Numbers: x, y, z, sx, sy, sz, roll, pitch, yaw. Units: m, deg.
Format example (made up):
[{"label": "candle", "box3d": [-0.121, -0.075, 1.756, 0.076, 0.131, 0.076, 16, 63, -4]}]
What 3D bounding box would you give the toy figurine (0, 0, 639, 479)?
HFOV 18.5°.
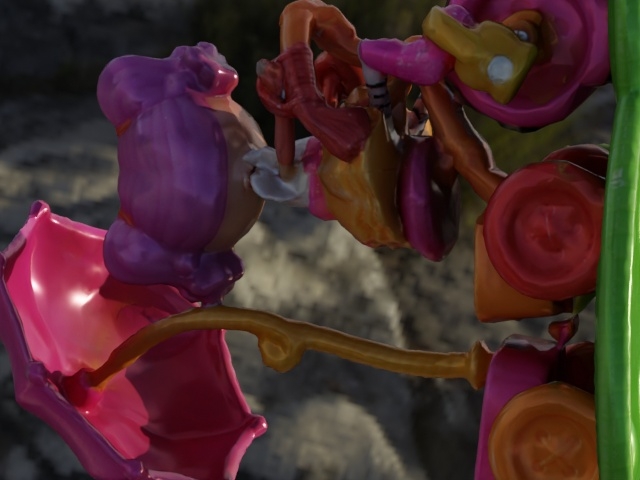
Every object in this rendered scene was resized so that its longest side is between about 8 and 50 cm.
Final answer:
[{"label": "toy figurine", "box3d": [0.000, 0.000, 0.450, 0.159, 0.173, 0.130, 1, 9, 16]}]
